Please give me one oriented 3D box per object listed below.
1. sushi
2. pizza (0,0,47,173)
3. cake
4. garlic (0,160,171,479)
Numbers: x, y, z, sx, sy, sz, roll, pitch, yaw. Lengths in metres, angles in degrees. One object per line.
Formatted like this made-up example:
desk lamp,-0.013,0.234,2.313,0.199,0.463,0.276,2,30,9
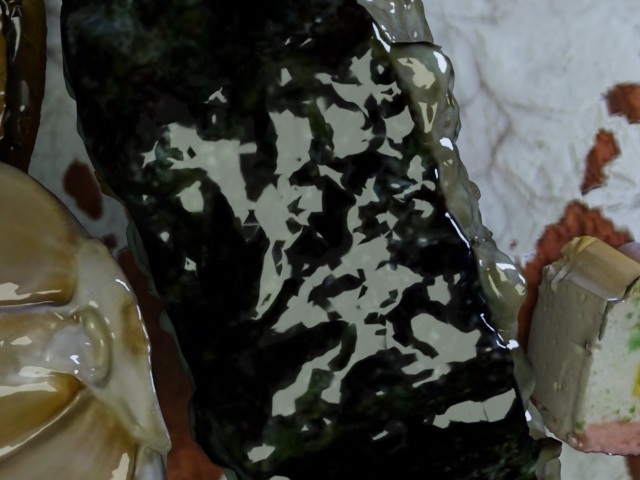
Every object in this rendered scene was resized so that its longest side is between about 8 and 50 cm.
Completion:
sushi,0.000,0.000,0.836,0.171,0.211,0.350,-19,98,3
pizza,-0.280,-0.023,0.852,0.288,0.074,0.251,-1,104,-8
cake,0.218,0.062,0.974,0.225,0.090,0.109,5,102,-30
garlic,-0.162,0.076,0.793,0.178,0.143,0.229,-17,86,-5
